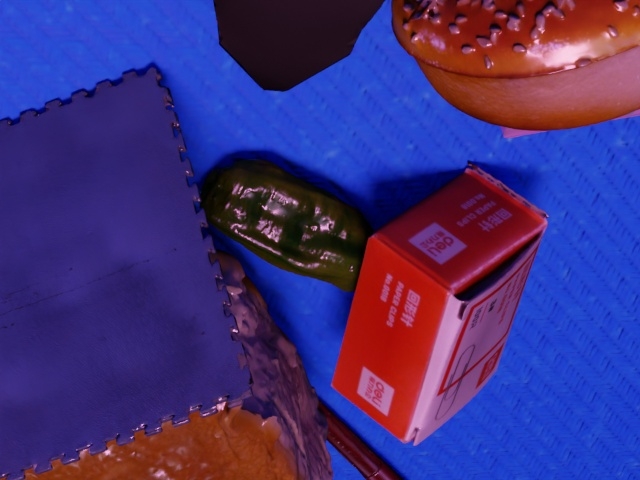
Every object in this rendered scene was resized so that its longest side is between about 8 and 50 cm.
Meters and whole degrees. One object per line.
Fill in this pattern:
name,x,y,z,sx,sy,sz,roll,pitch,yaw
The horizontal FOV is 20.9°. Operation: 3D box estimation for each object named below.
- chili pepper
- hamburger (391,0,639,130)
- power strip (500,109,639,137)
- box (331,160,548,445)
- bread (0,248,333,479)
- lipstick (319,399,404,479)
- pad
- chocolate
chili pepper,0.001,-0.003,1.365,0.204,0.073,0.072,27,108,-34
hamburger,0.156,-0.164,1.144,0.236,0.237,0.147,-11,119,-2
power strip,0.261,-0.131,1.292,0.278,0.038,0.109,-10,161,-3
box,0.096,0.053,1.377,0.133,0.099,0.182,-34,150,-40
bread,-0.134,0.146,1.361,0.250,0.225,0.279,-19,132,8
lipstick,0.034,0.194,1.585,0.027,0.027,0.176,-30,130,15
pad,-0.202,0.032,1.228,0.269,0.269,0.012,-18,160,7
chocolate,-0.024,-0.186,1.179,0.125,0.080,0.149,22,132,-15
